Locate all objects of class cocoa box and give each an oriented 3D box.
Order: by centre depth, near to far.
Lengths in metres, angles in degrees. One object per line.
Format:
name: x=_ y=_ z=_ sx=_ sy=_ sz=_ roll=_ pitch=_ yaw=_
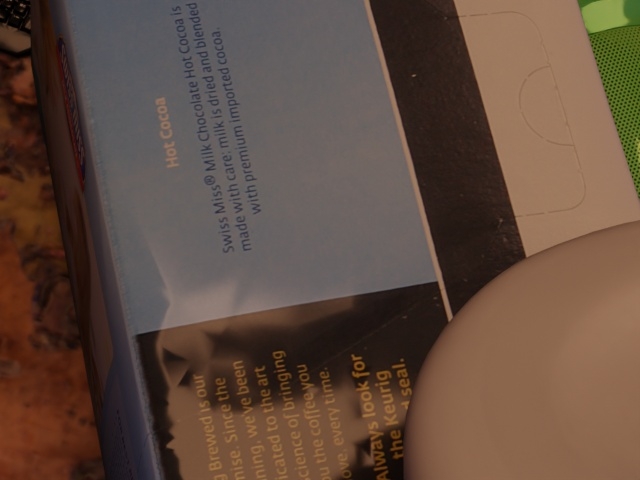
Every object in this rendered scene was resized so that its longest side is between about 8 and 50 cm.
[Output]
cocoa box: x=0.000 y=0.000 z=0.829 sx=0.228 sy=0.231 sz=0.347 roll=-9 pitch=69 yaw=-12

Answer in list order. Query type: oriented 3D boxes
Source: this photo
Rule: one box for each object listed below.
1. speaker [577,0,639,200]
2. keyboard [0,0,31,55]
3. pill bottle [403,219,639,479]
speaker: x=0.168 y=0.002 z=0.913 sx=0.131 sy=0.131 sz=0.297 roll=-8 pitch=68 yaw=-12
keyboard: x=-0.227 y=-0.179 z=0.977 sx=0.192 sy=0.038 sz=0.100 roll=22 pitch=65 yaw=0
pill bottle: x=0.147 y=0.213 z=0.624 sx=0.229 sy=0.408 sz=0.229 roll=-3 pitch=33 yaw=2
